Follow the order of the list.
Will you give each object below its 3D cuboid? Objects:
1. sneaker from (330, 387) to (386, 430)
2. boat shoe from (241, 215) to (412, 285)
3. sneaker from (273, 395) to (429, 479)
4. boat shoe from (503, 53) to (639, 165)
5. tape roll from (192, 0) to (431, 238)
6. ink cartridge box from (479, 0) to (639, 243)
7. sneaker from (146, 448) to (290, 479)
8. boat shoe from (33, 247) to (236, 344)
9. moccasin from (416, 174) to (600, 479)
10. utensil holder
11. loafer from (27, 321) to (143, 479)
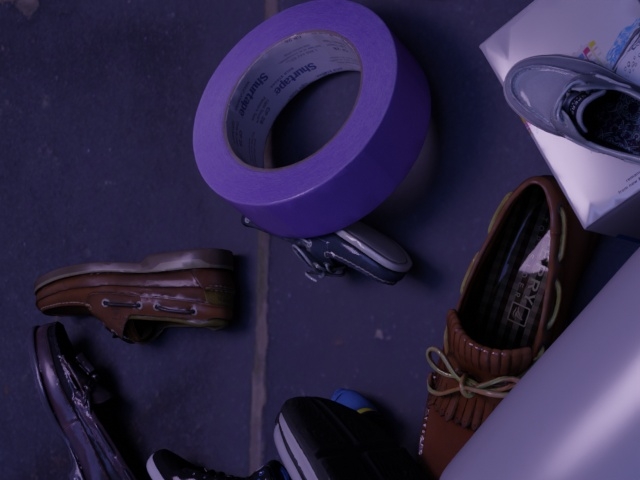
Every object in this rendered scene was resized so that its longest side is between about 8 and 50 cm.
[{"bbox_3d":[0.011,0.275,1.663,0.082,0.069,0.209,32,106,51],"label":"sneaker"},{"bbox_3d":[0.000,0.000,1.673,0.254,0.095,0.079,30,100,33],"label":"boat shoe"},{"bbox_3d":[0.036,0.391,1.466,0.257,0.169,0.447,-51,58,24],"label":"sneaker"},{"bbox_3d":[0.261,-0.123,1.315,0.227,0.081,0.079,27,100,31],"label":"boat shoe"},{"bbox_3d":[-0.012,-0.143,1.644,0.275,0.090,0.275,-16,57,26],"label":"tape roll"},{"bbox_3d":[0.310,-0.142,1.437,0.168,0.171,0.233,-37,66,25],"label":"ink cartridge box"},{"bbox_3d":[-0.106,0.298,1.730,0.217,0.079,0.121,39,103,21],"label":"sneaker"},{"bbox_3d":[-0.248,0.081,1.818,0.307,0.110,0.104,-10,79,32],"label":"boat shoe"},{"bbox_3d":[0.189,0.114,1.504,0.139,0.147,0.380,31,103,31],"label":"moccasin"},{"bbox_3d":[0.338,0.190,1.289,0.385,0.327,0.327,-51,61,22],"label":"utensil holder"},{"bbox_3d":[-0.292,0.240,1.851,0.095,0.109,0.302,-23,78,9],"label":"loafer"}]
